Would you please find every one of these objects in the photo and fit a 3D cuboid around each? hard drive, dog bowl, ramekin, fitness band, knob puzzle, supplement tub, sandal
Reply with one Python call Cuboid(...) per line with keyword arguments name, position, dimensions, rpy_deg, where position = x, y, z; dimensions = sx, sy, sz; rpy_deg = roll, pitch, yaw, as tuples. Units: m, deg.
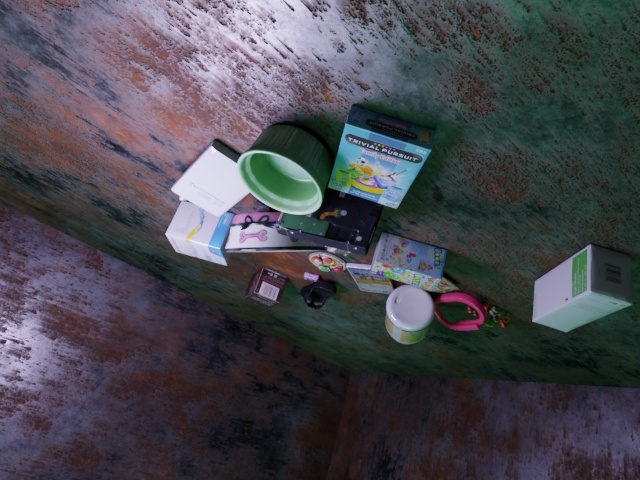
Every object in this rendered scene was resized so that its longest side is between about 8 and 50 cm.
Cuboid(name="hard drive", position=(0.036, -0.093, 1.557), dimensions=(0.339, 0.236, 0.064), rpy_deg=(14, 153, 16))
Cuboid(name="dog bowl", position=(-0.182, -0.028, 1.776), dimensions=(0.408, 0.150, 0.408), rpy_deg=(0, 178, 0))
Cuboid(name="ramekin", position=(-0.109, -0.237, 1.457), dimensions=(0.304, 0.148, 0.303), rpy_deg=(18, 151, 11))
Cuboid(name="hard drive", position=(-0.408, -0.231, 1.728), dimensions=(0.233, 0.047, 0.353), rpy_deg=(32, 141, -28))
Cuboid(name="fitness band", position=(0.682, 0.351, 2.172), dimensions=(0.209, 0.054, 0.291), rpy_deg=(55, 147, -10))
Cuboid(name="knob puzzle", position=(0.530, 0.196, 2.077), dimensions=(0.213, 0.030, 0.213), rpy_deg=(13, 154, 7))
Cuboid(name="supplement tub", position=(0.457, 0.395, 2.269), dimensions=(0.241, 0.241, 0.331), rpy_deg=(11, 153, 12))
Cuboid(name="sandal", position=(-0.030, 0.331, 2.560), dimensions=(0.168, 0.107, 0.446), rpy_deg=(19, 161, -6))

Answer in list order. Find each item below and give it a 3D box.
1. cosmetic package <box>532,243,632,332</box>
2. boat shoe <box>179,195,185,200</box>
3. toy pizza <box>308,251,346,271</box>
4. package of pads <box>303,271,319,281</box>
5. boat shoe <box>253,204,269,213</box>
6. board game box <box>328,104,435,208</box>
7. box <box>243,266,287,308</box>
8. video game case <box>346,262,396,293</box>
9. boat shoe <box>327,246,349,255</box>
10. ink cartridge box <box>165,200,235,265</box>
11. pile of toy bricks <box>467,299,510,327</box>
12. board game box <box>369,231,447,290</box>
Cuboid(name="cosmetic package", position=(0.957, 0.190, 1.626), dimensions=(0.155, 0.196, 0.365), rpy_deg=(17, 152, 1))
Cuboid(name="boat shoe", position=(-0.565, -0.219, 1.901), dimensions=(0.063, 0.066, 0.184), rpy_deg=(5, 154, -29))
Cuboid(name="toy pizza", position=(0.035, 0.119, 2.221), dimensions=(0.201, 0.032, 0.201), rpy_deg=(14, 154, 7))
Cuboid(name="package of pads", position=(-0.050, 0.205, 2.439), dimensions=(0.083, 0.032, 0.050), rpy_deg=(13, 154, 9))
Cuboid(name="boat shoe", position=(-0.259, -0.128, 1.911), dimensions=(0.049, 0.040, 0.142), rpy_deg=(36, 149, -16))
Cuboid(name="board game box", position=(0.176, -0.247, 1.377), dimensions=(0.254, 0.079, 0.336), rpy_deg=(17, 154, 0))
Cuboid(name="box", position=(-0.328, 0.285, 2.608), dimensions=(0.169, 0.167, 0.203), rpy_deg=(26, 152, -19))
Cuboid(name="video game case", position=(0.267, 0.199, 2.246), dimensions=(0.204, 0.025, 0.285), rpy_deg=(4, 151, 25))
Cuboid(name="boat shoe", position=(0.133, -0.008, 1.832), dimensions=(0.097, 0.116, 0.324), rpy_deg=(20, 158, -17))
Cuboid(name="ink cartridge box", position=(-0.554, -0.034, 2.092), dimensions=(0.270, 0.197, 0.198), rpy_deg=(15, 154, 5))
Cuboid(name="pile of toy bricks", position=(0.827, 0.383, 2.175), dimensions=(0.212, 0.105, 0.118), rpy_deg=(25, 153, -16))
Cuboid(name="board game box", position=(0.365, 0.089, 1.840), dimensions=(0.275, 0.144, 0.142), rpy_deg=(17, 154, 3))
